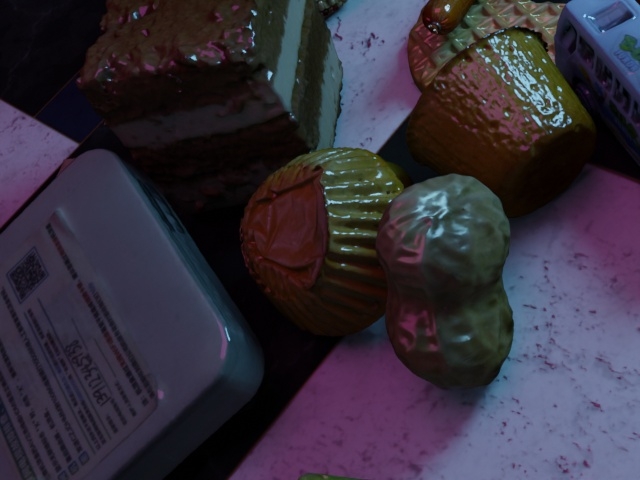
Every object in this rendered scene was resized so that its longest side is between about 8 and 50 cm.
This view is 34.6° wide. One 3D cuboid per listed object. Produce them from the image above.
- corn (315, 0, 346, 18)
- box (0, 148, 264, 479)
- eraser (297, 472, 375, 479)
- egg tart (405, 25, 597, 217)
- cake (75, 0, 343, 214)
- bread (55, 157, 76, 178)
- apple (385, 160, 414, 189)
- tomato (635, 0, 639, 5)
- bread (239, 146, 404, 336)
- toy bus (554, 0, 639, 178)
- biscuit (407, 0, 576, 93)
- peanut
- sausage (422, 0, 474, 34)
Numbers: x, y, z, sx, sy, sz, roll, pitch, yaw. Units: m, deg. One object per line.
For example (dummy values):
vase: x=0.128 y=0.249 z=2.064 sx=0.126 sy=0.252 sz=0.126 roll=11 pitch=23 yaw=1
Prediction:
corn: x=-0.079 y=-0.345 z=1.590 sx=0.290 sy=0.098 sz=0.098 roll=-29 pitch=47 yaw=4
box: x=-0.301 y=0.137 z=1.256 sx=0.396 sy=0.111 sz=0.396 roll=-42 pitch=56 yaw=9
eraser: x=0.043 y=0.371 z=0.981 sx=0.210 sy=0.092 sz=0.274 roll=0 pitch=54 yaw=26
egg tart: x=0.218 y=-0.132 z=1.217 sx=0.215 sy=0.215 sz=0.171 roll=-37 pitch=63 yaw=-3
cake: x=-0.131 y=-0.221 z=1.390 sx=0.255 sy=0.290 sz=0.282 roll=-8 pitch=51 yaw=20
bread: x=-0.350 y=-0.048 z=1.512 sx=0.105 sy=0.077 sz=0.152 roll=0 pitch=57 yaw=28
apple: x=0.076 y=-0.058 z=1.305 sx=0.089 sy=0.074 sz=0.089 roll=-33 pitch=27 yaw=20
tomato: x=0.471 y=-0.343 z=1.305 sx=0.189 sy=0.099 sz=0.173 roll=3 pitch=55 yaw=27
bread: x=0.001 y=0.001 z=1.215 sx=0.240 sy=0.139 sz=0.240 roll=-7 pitch=81 yaw=52
toy bus: x=0.380 y=-0.159 z=1.177 sx=0.109 sy=0.136 sz=0.330 roll=-28 pitch=53 yaw=2
biscuit: x=0.236 y=-0.256 z=1.398 sx=0.309 sy=0.040 sz=0.204 roll=22 pitch=67 yaw=37
peanut: x=0.141 y=0.046 z=1.101 sx=0.110 sy=0.233 sz=0.196 roll=5 pitch=14 yaw=41
sausage: x=0.220 y=-0.387 z=1.455 sx=0.053 sy=0.053 sz=0.348 roll=7 pitch=44 yaw=31
